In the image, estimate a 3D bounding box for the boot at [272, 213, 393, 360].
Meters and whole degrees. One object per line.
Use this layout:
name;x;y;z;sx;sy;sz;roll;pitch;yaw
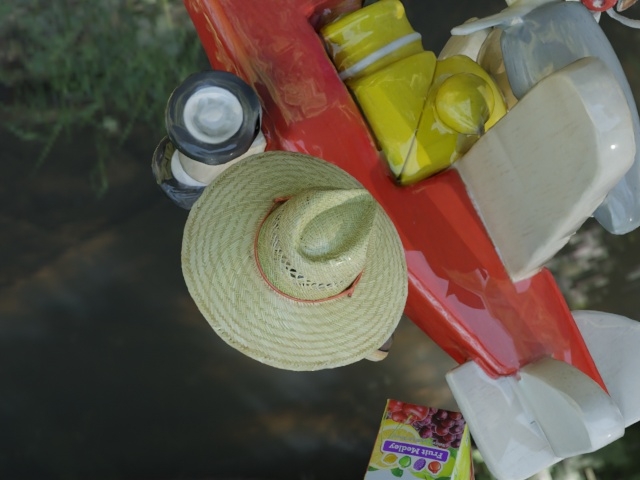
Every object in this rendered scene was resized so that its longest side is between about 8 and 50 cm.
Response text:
boot;0.049;-0.023;1.659;0.207;0.248;0.090;-44;155;18

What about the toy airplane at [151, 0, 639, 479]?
toy airplane;0.106;-0.033;1.056;0.272;0.386;0.384;-47;133;-16

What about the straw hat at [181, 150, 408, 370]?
straw hat;0.000;0.000;0.876;0.145;0.144;0.061;4;154;-26

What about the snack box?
snack box;0.062;0.252;1.171;0.070;0.207;0.174;9;144;17

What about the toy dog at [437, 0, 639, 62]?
toy dog;0.285;-0.272;1.804;0.334;0.161;0.220;-25;124;30
